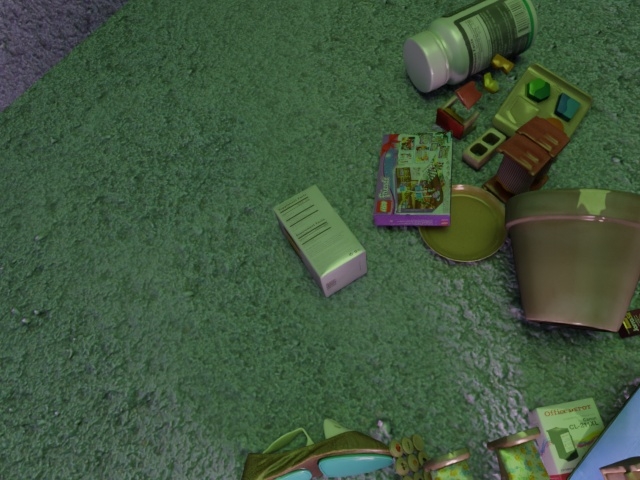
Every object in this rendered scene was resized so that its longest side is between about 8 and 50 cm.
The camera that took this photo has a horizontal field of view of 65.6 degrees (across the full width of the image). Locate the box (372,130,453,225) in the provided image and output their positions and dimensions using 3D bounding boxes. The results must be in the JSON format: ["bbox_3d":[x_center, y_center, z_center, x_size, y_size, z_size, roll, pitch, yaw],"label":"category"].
[{"bbox_3d":[0.262,-0.176,1.380,0.201,0.057,0.293,1,59,17],"label":"box"}]

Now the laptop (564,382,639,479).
[{"bbox_3d":[0.738,0.496,0.890,0.382,0.236,0.408,-43,36,-13],"label":"laptop"}]

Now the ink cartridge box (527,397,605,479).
[{"bbox_3d":[0.536,0.435,1.050,0.128,0.072,0.174,-12,63,2],"label":"ink cartridge box"}]

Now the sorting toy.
[{"bbox_3d":[0.596,-0.398,1.419,0.307,0.041,0.229,35,83,6],"label":"sorting toy"}]

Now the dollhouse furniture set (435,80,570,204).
[{"bbox_3d":[0.453,-0.277,1.351,0.152,0.201,0.374,-40,65,-11],"label":"dollhouse furniture set"}]

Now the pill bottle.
[{"bbox_3d":[0.449,-0.605,1.515,0.361,0.204,0.204,-26,63,-6],"label":"pill bottle"}]

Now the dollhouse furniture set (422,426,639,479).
[{"bbox_3d":[0.418,0.472,0.775,0.395,0.256,0.361,-15,63,-6],"label":"dollhouse furniture set"}]

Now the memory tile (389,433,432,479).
[{"bbox_3d":[0.203,0.493,1.056,0.012,0.113,0.147,-39,56,36],"label":"memory tile"}]

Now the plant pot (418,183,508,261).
[{"bbox_3d":[0.382,-0.044,1.337,0.237,0.032,0.236,-3,63,7],"label":"plant pot"}]

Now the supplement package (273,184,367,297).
[{"bbox_3d":[0.000,0.000,1.306,0.134,0.139,0.244,-31,62,-9],"label":"supplement package"}]

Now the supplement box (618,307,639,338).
[{"bbox_3d":[0.741,0.191,1.163,0.084,0.043,0.054,-15,64,1],"label":"supplement box"}]

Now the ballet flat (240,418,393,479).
[{"bbox_3d":[-0.014,0.471,1.100,0.343,0.116,0.124,-18,43,3],"label":"ballet flat"}]

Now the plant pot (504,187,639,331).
[{"bbox_3d":[0.578,0.056,1.133,0.324,0.323,0.280,8,82,12],"label":"plant pot"}]
